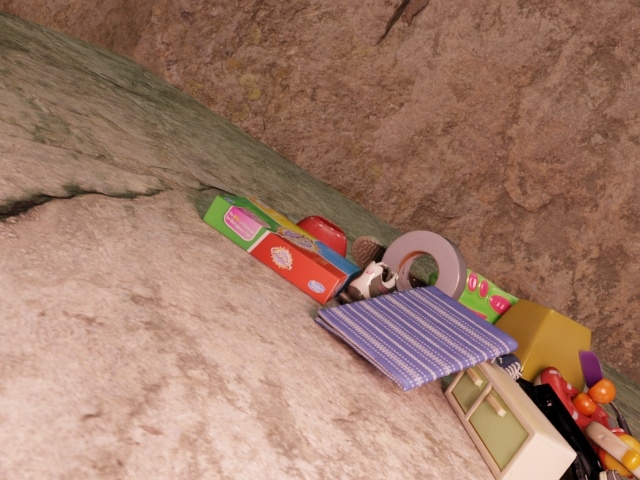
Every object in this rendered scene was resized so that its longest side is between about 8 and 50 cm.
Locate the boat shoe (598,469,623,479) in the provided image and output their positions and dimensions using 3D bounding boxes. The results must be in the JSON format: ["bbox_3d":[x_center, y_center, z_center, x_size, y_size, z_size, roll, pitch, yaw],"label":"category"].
[{"bbox_3d":[0.495,0.440,0.954,0.080,0.073,0.224,41,23,-34],"label":"boat shoe"}]

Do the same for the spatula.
[{"bbox_3d":[0.699,0.405,1.537,0.296,0.030,0.084,64,-12,6],"label":"spatula"}]

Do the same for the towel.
[{"bbox_3d":[0.185,0.173,1.200,0.336,0.040,0.243,-7,30,-41],"label":"towel"}]

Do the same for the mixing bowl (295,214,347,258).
[{"bbox_3d":[0.000,0.000,1.630,0.181,0.098,0.181,32,9,-6],"label":"mixing bowl"}]

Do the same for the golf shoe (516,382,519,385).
[{"bbox_3d":[0.359,0.309,1.286,0.176,0.086,0.069,34,12,16],"label":"golf shoe"}]

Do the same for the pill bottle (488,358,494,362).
[{"bbox_3d":[0.285,0.215,1.416,0.215,0.117,0.117,25,13,-35],"label":"pill bottle"}]

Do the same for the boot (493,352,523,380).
[{"bbox_3d":[0.427,0.302,1.474,0.086,0.069,0.190,-10,11,3],"label":"boot"}]

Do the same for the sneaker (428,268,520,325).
[{"bbox_3d":[0.511,0.223,1.862,0.483,0.185,0.202,39,1,-10],"label":"sneaker"}]

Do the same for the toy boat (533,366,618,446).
[{"bbox_3d":[0.608,0.371,1.474,0.231,0.151,0.151,36,25,-4],"label":"toy boat"}]

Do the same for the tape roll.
[{"bbox_3d":[0.267,0.086,1.678,0.219,0.219,0.072,38,11,29],"label":"tape roll"}]

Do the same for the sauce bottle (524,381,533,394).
[{"bbox_3d":[0.571,0.403,1.609,0.128,0.042,0.042,33,9,32],"label":"sauce bottle"}]

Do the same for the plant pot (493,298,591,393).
[{"bbox_3d":[0.571,0.273,1.668,0.212,0.187,0.212,27,-1,-17],"label":"plant pot"}]

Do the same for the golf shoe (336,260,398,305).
[{"bbox_3d":[0.145,0.117,1.461,0.105,0.120,0.273,35,9,23],"label":"golf shoe"}]

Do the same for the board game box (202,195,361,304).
[{"bbox_3d":[-0.076,0.013,1.432,0.316,0.064,0.242,34,10,10],"label":"board game box"}]

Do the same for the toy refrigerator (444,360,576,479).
[{"bbox_3d":[0.310,0.307,1.101,0.094,0.102,0.269,30,11,-15],"label":"toy refrigerator"}]

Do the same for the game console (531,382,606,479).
[{"bbox_3d":[0.436,0.387,1.086,0.213,0.044,0.361,57,17,1],"label":"game console"}]

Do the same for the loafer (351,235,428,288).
[{"bbox_3d":[0.191,0.077,1.861,0.268,0.102,0.092,39,6,-18],"label":"loafer"}]

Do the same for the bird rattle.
[{"bbox_3d":[0.602,0.420,1.250,0.207,0.143,0.253,43,8,-23],"label":"bird rattle"}]
